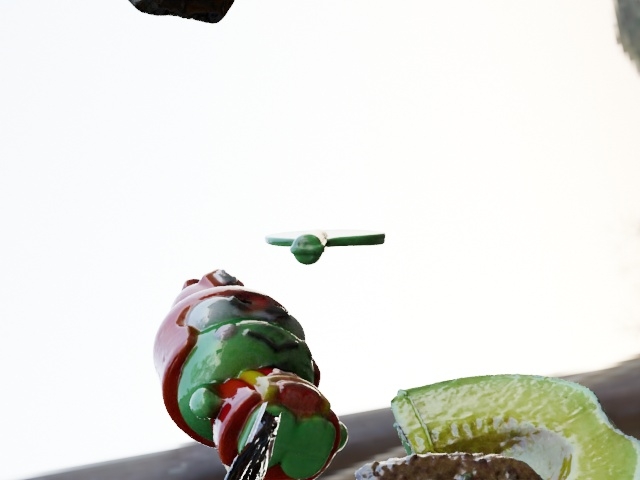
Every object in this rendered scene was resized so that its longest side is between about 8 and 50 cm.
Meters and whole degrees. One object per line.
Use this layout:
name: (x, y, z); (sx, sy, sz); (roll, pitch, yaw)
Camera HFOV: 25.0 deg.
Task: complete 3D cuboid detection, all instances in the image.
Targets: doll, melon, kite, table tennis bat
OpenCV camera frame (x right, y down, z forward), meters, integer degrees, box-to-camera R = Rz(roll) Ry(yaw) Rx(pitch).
doll: (-0.094, 0.141, 1.595); (0.160, 0.183, 0.363); (-67, 28, 23)
melon: (0.182, 0.218, 1.206); (0.265, 0.169, 0.129); (-124, 16, -59)
kite: (-0.058, 0.143, 0.610); (0.183, 0.014, 0.241); (-66, -5, 33)
table tennis bat: (0.000, 0.000, 1.855); (0.257, 0.160, 0.039); (-35, -56, -80)

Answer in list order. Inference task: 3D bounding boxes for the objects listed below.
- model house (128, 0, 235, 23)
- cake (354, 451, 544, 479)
model house: (-0.097, -0.224, 0.948); (0.165, 0.152, 0.106); (52, 157, 12)
cake: (0.110, 0.261, 0.955); (0.112, 0.135, 0.246); (92, 162, -57)
